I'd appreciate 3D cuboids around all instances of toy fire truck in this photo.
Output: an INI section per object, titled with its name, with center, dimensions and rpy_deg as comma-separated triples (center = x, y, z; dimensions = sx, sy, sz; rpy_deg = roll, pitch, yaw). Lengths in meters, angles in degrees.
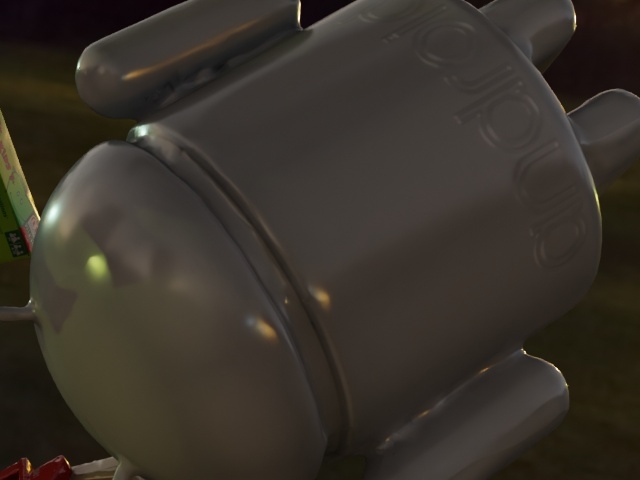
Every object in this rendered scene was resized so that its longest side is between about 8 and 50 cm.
[toy fire truck]
center = -0.151, 0.161, 1.269
dimensions = 0.135, 0.047, 0.192
rpy_deg = -29, 22, 2

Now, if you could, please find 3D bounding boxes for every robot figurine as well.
[robot figurine]
center = 0.000, 0.000, 0.993
dimensions = 0.353, 0.300, 0.200
rpy_deg = -32, -12, -21

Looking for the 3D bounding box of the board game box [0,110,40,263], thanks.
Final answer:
[board game box]
center = -0.269, -0.067, 1.363
dimensions = 0.092, 0.181, 0.043
rpy_deg = -13, 21, 12
